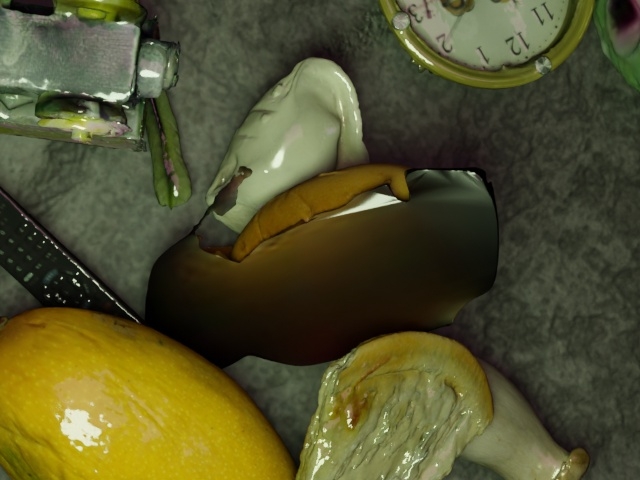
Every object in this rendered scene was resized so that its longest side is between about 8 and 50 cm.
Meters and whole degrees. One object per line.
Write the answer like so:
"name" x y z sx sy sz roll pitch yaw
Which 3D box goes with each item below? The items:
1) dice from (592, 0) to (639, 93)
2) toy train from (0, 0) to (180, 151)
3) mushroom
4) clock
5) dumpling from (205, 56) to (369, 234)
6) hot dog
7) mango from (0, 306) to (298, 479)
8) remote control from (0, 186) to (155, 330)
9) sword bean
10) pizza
"dice" 0.460 -0.307 1.644 0.322 0.330 0.318 -5 82 -20
"toy train" -0.252 -0.150 1.455 0.261 0.177 0.134 7 82 -4
"mushroom" 0.154 0.173 1.577 0.212 0.088 0.097 42 80 -12
"clock" 0.159 -0.259 1.686 0.237 0.057 0.237 3 79 -15
"dumpling" -0.014 -0.075 1.573 0.134 0.100 0.169 34 72 -21
"hot dog" 0.003 0.005 1.516 0.326 0.107 0.194 -3 110 11
"mango" -0.142 0.185 1.457 0.359 0.144 0.187 34 87 -15
"remote control" -0.244 0.023 1.504 0.245 0.063 0.025 44 32 -5
"sword bean" -0.171 -0.158 1.572 0.043 0.038 0.269 -18 84 -8
"pizza" 0.043 0.189 1.451 0.181 0.034 0.262 42 78 -36
